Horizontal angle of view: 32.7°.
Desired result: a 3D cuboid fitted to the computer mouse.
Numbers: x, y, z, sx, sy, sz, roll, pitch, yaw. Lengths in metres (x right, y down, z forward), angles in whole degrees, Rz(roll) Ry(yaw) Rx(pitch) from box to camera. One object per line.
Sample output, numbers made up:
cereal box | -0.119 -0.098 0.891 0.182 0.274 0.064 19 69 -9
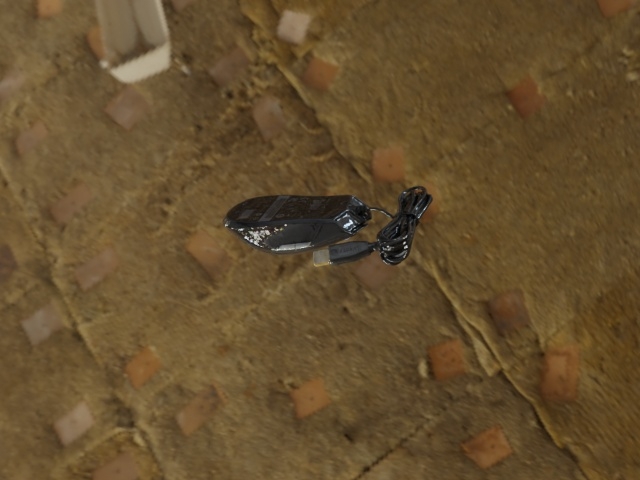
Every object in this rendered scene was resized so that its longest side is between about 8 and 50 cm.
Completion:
computer mouse | 0.000 0.000 1.304 0.262 0.184 0.060 -3 -66 14
